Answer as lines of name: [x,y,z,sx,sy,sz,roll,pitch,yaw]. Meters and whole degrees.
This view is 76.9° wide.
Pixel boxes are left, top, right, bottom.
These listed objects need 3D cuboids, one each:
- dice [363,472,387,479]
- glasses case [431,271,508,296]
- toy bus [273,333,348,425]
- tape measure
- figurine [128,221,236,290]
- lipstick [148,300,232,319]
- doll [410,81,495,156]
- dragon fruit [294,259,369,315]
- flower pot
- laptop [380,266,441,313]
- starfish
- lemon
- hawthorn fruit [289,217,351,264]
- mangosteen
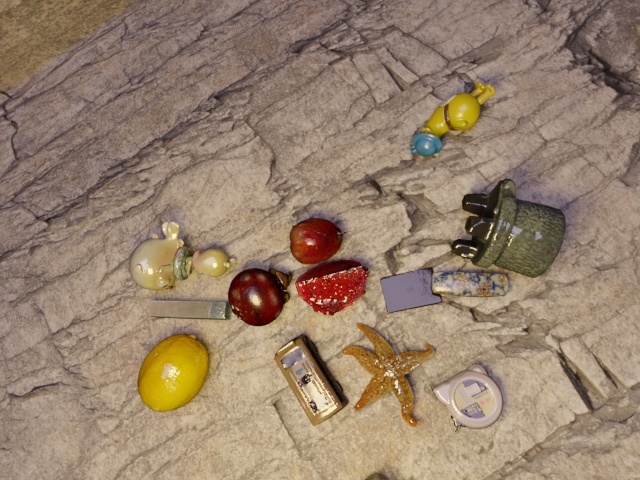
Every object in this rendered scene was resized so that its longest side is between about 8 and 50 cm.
dice: [0.162,0.856,1.163,0.243,0.259,0.251,-42,70,-5]
glasses case: [0.512,0.152,1.391,0.248,0.065,0.086,3,72,11]
toy bus: [-0.040,0.465,1.366,0.140,0.157,0.289,-34,71,1]
tape measure: [0.476,0.506,1.283,0.196,0.105,0.178,-25,64,2]
figurine: [-0.531,0.063,1.560,0.395,0.226,0.274,2,101,3]
lipstick: [-0.506,0.271,1.565,0.318,0.068,0.066,-1,75,11]
doll: [0.491,-0.458,1.547,0.363,0.145,0.199,-40,31,8]
dragon fruit: [0.050,0.152,1.451,0.262,0.162,0.189,-16,43,3]
flower pot: [0.602,-0.047,1.315,0.283,0.299,0.298,16,78,10]
laptop: [0.322,0.179,1.451,0.198,0.016,0.135,-12,72,6]
starfish: [0.233,0.436,1.354,0.328,0.094,0.374,-21,66,7]
lemon: [-0.517,0.466,1.429,0.236,0.236,0.262,13,100,15]
hawthorn fruit: [0.000,0.000,1.482,0.236,0.181,0.181,-7,73,14]
mangosteen: [-0.208,0.188,1.472,0.215,0.215,0.258,41,55,19]
